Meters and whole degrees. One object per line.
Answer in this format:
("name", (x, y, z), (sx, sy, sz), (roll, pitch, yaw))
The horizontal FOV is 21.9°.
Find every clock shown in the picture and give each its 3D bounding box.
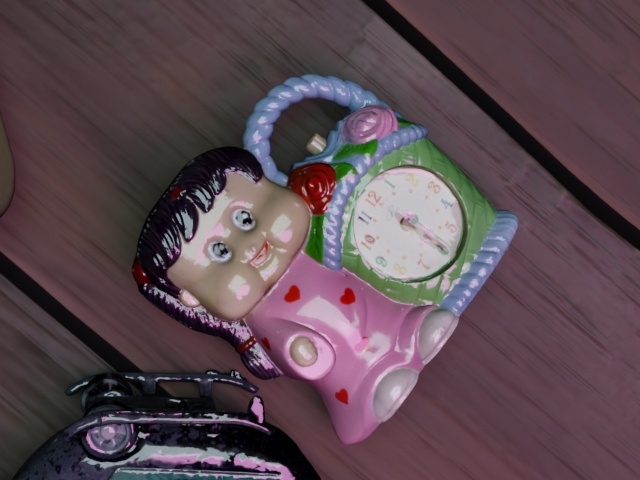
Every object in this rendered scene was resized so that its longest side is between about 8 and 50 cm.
("clock", (0.000, 0.000, 1.041), (0.195, 0.100, 0.194), (35, 81, -5))

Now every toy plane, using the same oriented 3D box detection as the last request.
("toy plane", (-0.149, 0.166, 1.022), (0.382, 0.106, 0.155), (2, 99, -10))

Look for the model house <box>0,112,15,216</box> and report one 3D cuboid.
("model house", (-0.359, -0.073, 0.995), (0.279, 0.205, 0.218), (-18, 88, 24))
